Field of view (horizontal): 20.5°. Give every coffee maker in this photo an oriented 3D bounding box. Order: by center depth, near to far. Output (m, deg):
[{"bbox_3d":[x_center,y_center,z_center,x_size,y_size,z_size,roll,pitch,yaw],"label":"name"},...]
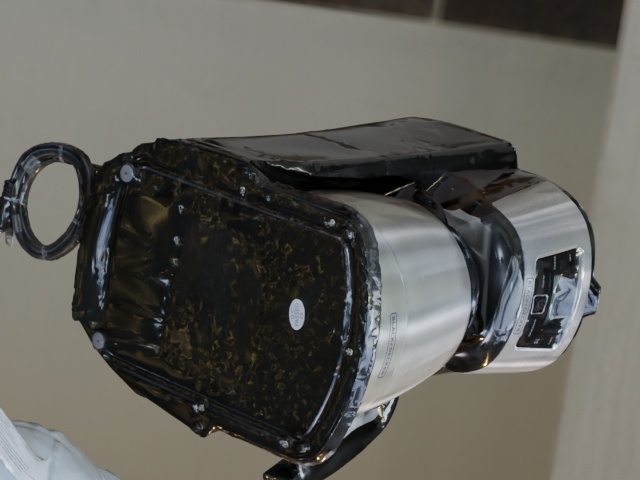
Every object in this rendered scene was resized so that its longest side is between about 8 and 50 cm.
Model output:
[{"bbox_3d":[0.000,0.000,0.699,0.171,0.120,0.178,44,-153,22],"label":"coffee maker"}]

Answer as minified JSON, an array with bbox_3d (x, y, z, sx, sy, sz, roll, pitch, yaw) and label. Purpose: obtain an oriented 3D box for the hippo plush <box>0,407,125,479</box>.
[{"bbox_3d":[-0.219,0.257,1.169,0.294,0.236,0.234,50,-176,-40],"label":"hippo plush"}]
